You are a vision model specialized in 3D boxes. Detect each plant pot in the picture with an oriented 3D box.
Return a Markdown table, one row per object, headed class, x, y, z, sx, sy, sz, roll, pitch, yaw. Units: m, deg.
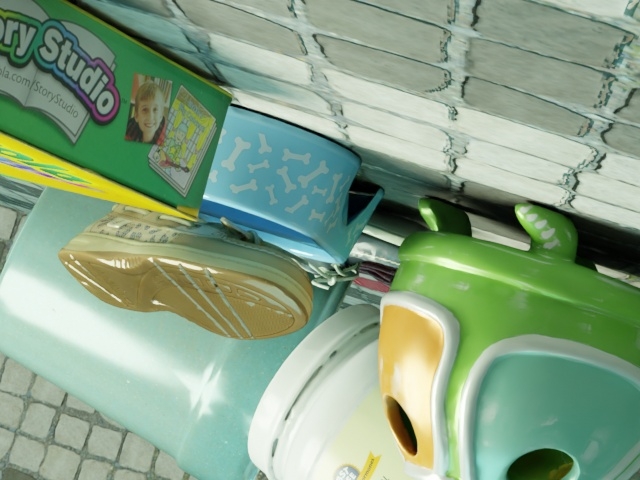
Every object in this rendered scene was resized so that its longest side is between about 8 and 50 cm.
| class | x | y | z | sx | sy | sz | roll | pitch | yaw |
| --- | --- | --- | --- | --- | --- | --- | --- | --- | --- |
| plant pot | -0.163 | 0.075 | 1.668 | 0.334 | 0.341 | 0.341 | 25 | 175 | 1 |

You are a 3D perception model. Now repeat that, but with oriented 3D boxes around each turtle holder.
| class | x | y | z | sx | sy | sz | roll | pitch | yaw |
| --- | --- | --- | --- | --- | --- | --- | --- | --- | --- |
| turtle holder | 0.189 | 0.112 | 1.251 | 0.243 | 0.227 | 0.320 | 12 | 172 | 45 |

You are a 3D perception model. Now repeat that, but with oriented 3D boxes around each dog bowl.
| class | x | y | z | sx | sy | sz | roll | pitch | yaw |
| --- | --- | --- | --- | --- | --- | --- | --- | --- | --- |
| dog bowl | -0.045 | -0.043 | 1.266 | 0.166 | 0.074 | 0.297 | 17 | 174 | 12 |

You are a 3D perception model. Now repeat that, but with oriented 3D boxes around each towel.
| class | x | y | z | sx | sy | sz | roll | pitch | yaw |
| --- | --- | --- | --- | --- | --- | --- | --- | --- | --- |
| towel | 0.085 | 0.053 | 2.043 | 0.237 | 0.037 | 0.329 | 15 | 174 | 36 |

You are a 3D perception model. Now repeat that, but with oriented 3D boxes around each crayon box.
| class | x | y | z | sx | sy | sz | roll | pitch | yaw |
| --- | --- | --- | --- | --- | --- | --- | --- | --- | --- |
| crayon box | -0.290 | -0.130 | 1.002 | 0.313 | 0.106 | 0.363 | 14 | 173 | 36 |

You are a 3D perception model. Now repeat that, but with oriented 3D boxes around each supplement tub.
| class | x | y | z | sx | sy | sz | roll | pitch | yaw |
| --- | --- | --- | --- | --- | --- | --- | --- | --- | --- |
| supplement tub | 0.114 | 0.228 | 1.435 | 0.325 | 0.235 | 0.235 | 35 | -177 | 27 |

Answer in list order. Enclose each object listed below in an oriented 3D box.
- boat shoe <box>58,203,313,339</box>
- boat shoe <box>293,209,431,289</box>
| class | x | y | z | sx | sy | sz | roll | pitch | yaw |
| --- | --- | --- | --- | --- | --- | --- | --- | --- | --- |
| boat shoe | -0.108 | 0.012 | 1.280 | 0.285 | 0.089 | 0.104 | 10 | 145 | 42 |
| boat shoe | 0.000 | 0.000 | 1.456 | 0.254 | 0.079 | 0.095 | 15 | -174 | 33 |
